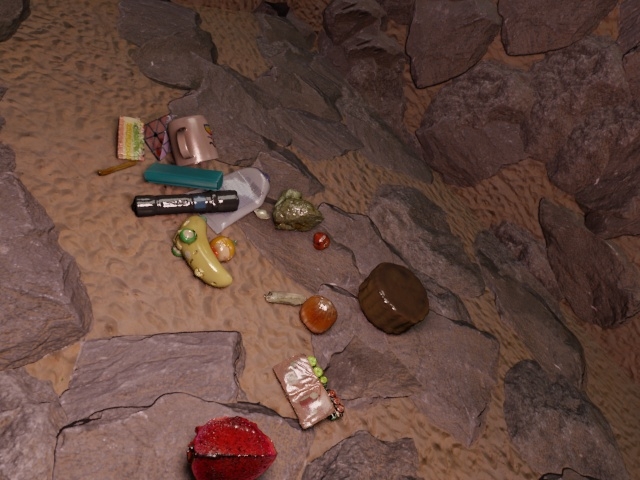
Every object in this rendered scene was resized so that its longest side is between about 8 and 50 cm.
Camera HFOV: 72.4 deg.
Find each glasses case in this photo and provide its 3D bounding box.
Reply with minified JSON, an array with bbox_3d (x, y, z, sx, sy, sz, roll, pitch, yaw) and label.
[{"bbox_3d":[-0.574,-0.265,1.855,0.301,0.070,0.117,9,28,-3],"label":"glasses case"}]

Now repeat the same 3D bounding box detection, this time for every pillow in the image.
[{"bbox_3d":[-0.061,0.531,1.563,0.135,0.049,0.248,-26,64,-16],"label":"pillow"}]

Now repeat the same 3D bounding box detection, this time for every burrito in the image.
[{"bbox_3d":[-0.145,0.240,1.806,0.188,0.045,0.058,12,21,-24],"label":"burrito"}]

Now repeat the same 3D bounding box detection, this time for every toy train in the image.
[{"bbox_3d":[0.002,0.548,1.621,0.085,0.053,0.249,-20,67,-35],"label":"toy train"}]

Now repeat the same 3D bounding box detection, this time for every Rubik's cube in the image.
[{"bbox_3d":[-0.712,-0.452,2.040,0.178,0.211,0.190,0,84,-61],"label":"Rubik's cube"}]

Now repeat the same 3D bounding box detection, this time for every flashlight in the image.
[{"bbox_3d":[-0.548,-0.151,1.802,0.424,0.103,0.103,-7,57,-27],"label":"flashlight"}]

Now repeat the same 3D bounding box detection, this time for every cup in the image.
[{"bbox_3d":[-0.575,-0.438,1.924,0.253,0.192,0.200,-82,160,-77],"label":"cup"}]

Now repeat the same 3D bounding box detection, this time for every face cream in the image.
[{"bbox_3d":[-0.391,-0.210,2.004,0.235,0.137,0.420,48,49,5],"label":"face cream"}]

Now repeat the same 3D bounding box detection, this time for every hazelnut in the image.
[{"bbox_3d":[-0.007,0.298,1.775,0.150,0.150,0.150,20,44,-20],"label":"hazelnut"}]

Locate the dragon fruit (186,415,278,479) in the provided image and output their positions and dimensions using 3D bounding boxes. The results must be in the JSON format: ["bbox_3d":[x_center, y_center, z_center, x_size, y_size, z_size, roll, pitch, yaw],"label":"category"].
[{"bbox_3d":[-0.278,0.625,1.281,0.262,0.163,0.189,17,78,-29],"label":"dragon fruit"}]

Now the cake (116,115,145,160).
[{"bbox_3d":[-0.833,-0.428,1.914,0.110,0.090,0.225,5,62,-33],"label":"cake"}]

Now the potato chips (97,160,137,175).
[{"bbox_3d":[-0.841,-0.303,1.814,0.026,0.037,0.204,51,36,0],"label":"potato chips"}]

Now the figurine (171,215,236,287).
[{"bbox_3d":[-0.438,0.042,1.724,0.222,0.124,0.324,-22,71,-49],"label":"figurine"}]

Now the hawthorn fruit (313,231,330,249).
[{"bbox_3d":[0.000,0.000,2.108,0.093,0.093,0.093,20,44,-20],"label":"hawthorn fruit"}]

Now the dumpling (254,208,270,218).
[{"bbox_3d":[-0.275,-0.128,2.056,0.077,0.043,0.059,4,33,-11],"label":"dumpling"}]

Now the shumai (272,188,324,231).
[{"bbox_3d":[-0.115,-0.159,2.088,0.256,0.189,0.218,7,51,-39],"label":"shumai"}]

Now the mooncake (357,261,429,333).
[{"bbox_3d":[0.331,0.269,2.016,0.324,0.187,0.323,21,44,-22],"label":"mooncake"}]
